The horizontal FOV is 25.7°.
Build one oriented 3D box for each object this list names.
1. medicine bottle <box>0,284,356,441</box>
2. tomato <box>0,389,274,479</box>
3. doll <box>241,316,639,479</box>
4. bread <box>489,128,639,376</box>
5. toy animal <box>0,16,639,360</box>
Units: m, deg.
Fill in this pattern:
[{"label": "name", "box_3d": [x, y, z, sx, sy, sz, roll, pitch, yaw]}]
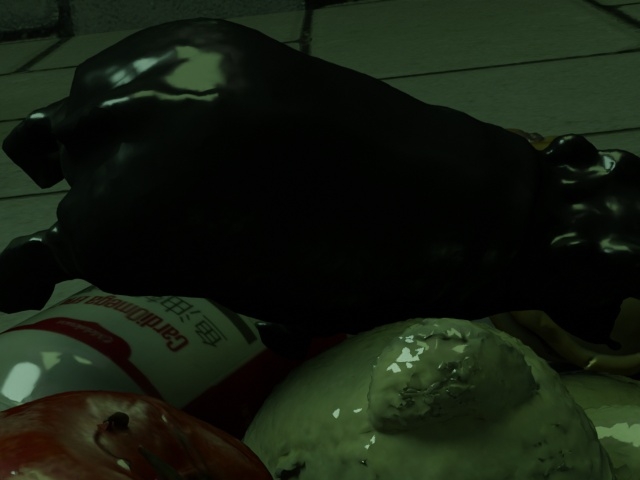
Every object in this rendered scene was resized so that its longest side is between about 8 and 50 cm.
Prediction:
[{"label": "medicine bottle", "box_3d": [-0.087, 0.083, 0.652, 0.131, 0.131, 0.250, 2, 17, 28]}, {"label": "tomato", "box_3d": [-0.060, 0.139, 0.426, 0.187, 0.151, 0.187, 34, 5, -3]}, {"label": "doll", "box_3d": [0.094, 0.103, 0.576, 0.278, 0.149, 0.175, -1, -31, -45]}, {"label": "bread", "box_3d": [0.136, 0.006, 0.863, 0.134, 0.081, 0.225, -3, 34, -24]}, {"label": "toy animal", "box_3d": [0.040, -0.008, 0.591, 0.343, 0.106, 0.168, 8, -20, -25]}]
